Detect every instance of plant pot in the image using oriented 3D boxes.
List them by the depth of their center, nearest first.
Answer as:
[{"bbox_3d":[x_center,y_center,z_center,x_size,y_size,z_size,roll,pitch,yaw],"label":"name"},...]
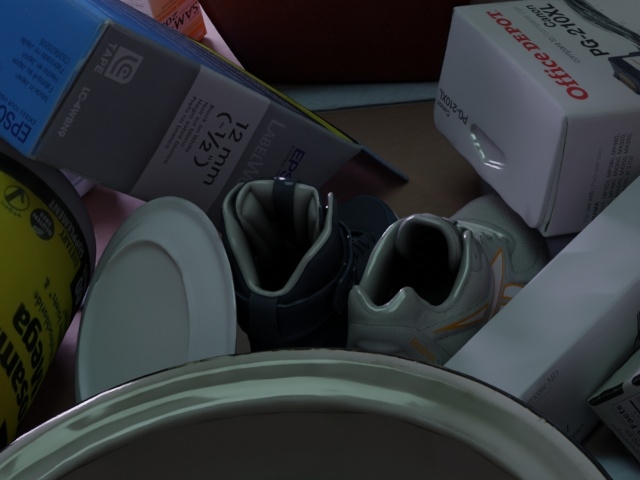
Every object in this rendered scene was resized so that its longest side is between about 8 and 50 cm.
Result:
[{"bbox_3d":[0.023,-0.280,1.425,0.267,0.235,0.267,1,41,13],"label":"plant pot"}]

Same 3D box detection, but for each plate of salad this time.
[{"bbox_3d":[-0.102,0.071,1.093,0.048,0.200,0.200,10,26,-35],"label":"plate of salad"}]

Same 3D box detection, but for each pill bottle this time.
[{"bbox_3d":[-0.281,0.087,1.087,0.188,0.188,0.334,3,41,16],"label":"pill bottle"}]

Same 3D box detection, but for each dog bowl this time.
[{"bbox_3d":[-0.025,0.246,0.868,0.408,0.150,0.408,-6,40,5],"label":"dog bowl"}]

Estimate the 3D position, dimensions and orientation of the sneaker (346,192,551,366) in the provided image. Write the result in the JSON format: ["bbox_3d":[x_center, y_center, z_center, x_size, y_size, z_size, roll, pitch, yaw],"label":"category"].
[{"bbox_3d":[0.091,0.020,1.123,0.099,0.121,0.262,8,33,21],"label":"sneaker"}]

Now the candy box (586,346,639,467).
[{"bbox_3d":[0.281,0.046,0.988,0.159,0.233,0.071,-39,90,-30],"label":"candy box"}]

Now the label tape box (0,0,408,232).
[{"bbox_3d":[-0.132,-0.105,1.268,0.249,0.348,0.115,35,96,40],"label":"label tape box"}]

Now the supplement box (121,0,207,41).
[{"bbox_3d":[-0.141,-0.210,1.485,0.036,0.098,0.062,14,46,32],"label":"supplement box"}]

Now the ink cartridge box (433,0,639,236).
[{"bbox_3d":[0.227,-0.101,1.226,0.237,0.100,0.172,-9,36,-23],"label":"ink cartridge box"}]

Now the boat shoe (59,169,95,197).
[{"bbox_3d":[-0.255,-0.049,1.344,0.184,0.063,0.066,-24,41,-16],"label":"boat shoe"}]

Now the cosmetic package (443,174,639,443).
[{"bbox_3d":[0.175,0.057,1.091,0.060,0.099,0.239,24,51,35],"label":"cosmetic package"}]

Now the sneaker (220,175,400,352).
[{"bbox_3d":[0.002,0.001,1.150,0.086,0.163,0.226,3,39,18],"label":"sneaker"}]
